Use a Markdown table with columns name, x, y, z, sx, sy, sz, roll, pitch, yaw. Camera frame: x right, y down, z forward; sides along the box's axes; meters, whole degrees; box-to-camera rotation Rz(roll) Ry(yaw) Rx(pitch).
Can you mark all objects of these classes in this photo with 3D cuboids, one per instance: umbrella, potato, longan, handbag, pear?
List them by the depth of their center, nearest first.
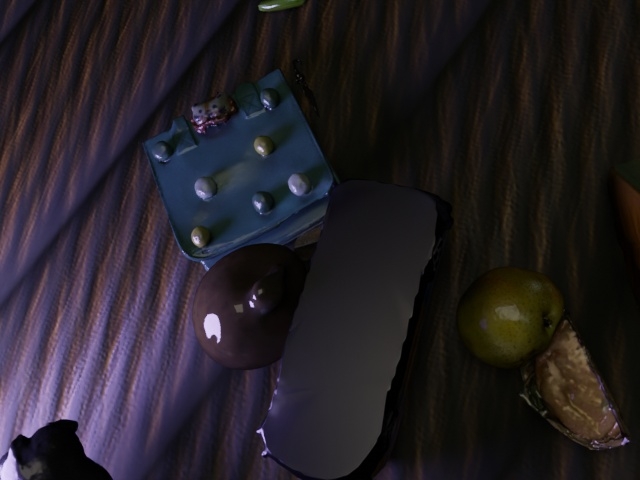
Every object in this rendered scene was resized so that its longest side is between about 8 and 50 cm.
| name | x | y | z | sx | sy | sz | roll | pitch | yaw |
| --- | --- | --- | --- | --- | --- | --- | --- | --- | --- |
| pear | 0.231 | 0.089 | 0.893 | 0.104 | 0.141 | 0.141 | 32 | 80 | -17 |
| longan | -0.090 | 0.086 | 0.960 | 0.159 | 0.204 | 0.185 | 31 | 70 | -6 |
| potato | 0.001 | 0.000 | 1.053 | 0.093 | 0.037 | 0.036 | -18 | 46 | -8 |
| handbag | -0.129 | -0.110 | 1.091 | 0.269 | 0.100 | 0.274 | -27 | 67 | 6 |
| umbrella | -0.027 | -0.254 | 1.161 | 0.022 | 0.013 | 0.122 | -13 | 65 | -13 |

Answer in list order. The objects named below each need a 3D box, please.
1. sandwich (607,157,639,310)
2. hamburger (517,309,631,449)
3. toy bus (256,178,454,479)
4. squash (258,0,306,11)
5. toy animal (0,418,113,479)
| name | x | y | z | sx | sy | sz | roll | pitch | yaw |
| --- | --- | --- | --- | --- | --- | --- | --- | --- | --- |
| sandwich | 0.455 | -0.041 | 0.853 | 0.155 | 0.198 | 0.227 | -12 | 69 | 11 |
| hamburger | 0.308 | 0.185 | 0.884 | 0.102 | 0.087 | 0.176 | -29 | 76 | 22 |
| toy bus | 0.059 | 0.128 | 0.922 | 0.171 | 0.162 | 0.386 | 12 | 75 | 21 |
| squash | -0.067 | -0.416 | 1.223 | 0.089 | 0.027 | 0.027 | -10 | 69 | 14 |
| toy animal | -0.291 | 0.389 | 0.930 | 0.106 | 0.168 | 0.343 | -40 | 78 | -3 |
